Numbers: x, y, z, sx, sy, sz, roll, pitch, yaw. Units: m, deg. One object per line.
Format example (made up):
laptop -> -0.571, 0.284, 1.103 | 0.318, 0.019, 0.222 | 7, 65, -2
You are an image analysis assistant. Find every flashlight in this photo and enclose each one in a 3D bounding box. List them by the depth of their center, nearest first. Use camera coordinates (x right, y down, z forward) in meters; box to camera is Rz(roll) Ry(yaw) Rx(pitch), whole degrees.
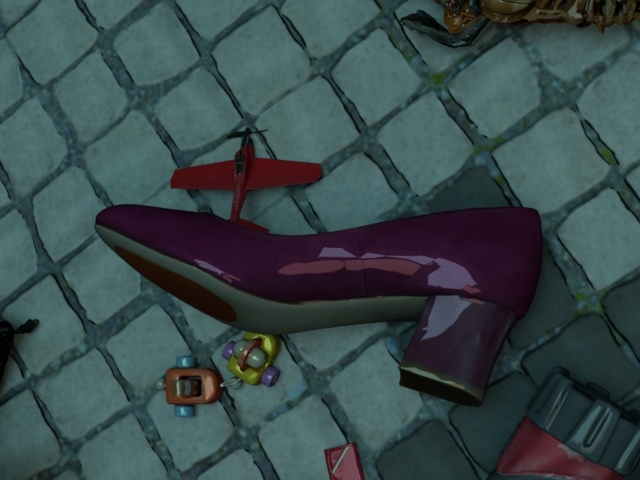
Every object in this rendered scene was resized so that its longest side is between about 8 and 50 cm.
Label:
flashlight -> 0.160, 0.257, 0.996 | 0.304, 0.103, 0.103 | -62, 27, 5

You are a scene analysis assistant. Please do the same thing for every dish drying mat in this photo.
dish drying mat -> 0.026, 0.227, 1.085 | 0.032, 0.008, 0.083 | -16, 78, 14

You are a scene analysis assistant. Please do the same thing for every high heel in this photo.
high heel -> 0.000, 0.000, 1.051 | 0.377, 0.127, 0.181 | 22, 71, 3

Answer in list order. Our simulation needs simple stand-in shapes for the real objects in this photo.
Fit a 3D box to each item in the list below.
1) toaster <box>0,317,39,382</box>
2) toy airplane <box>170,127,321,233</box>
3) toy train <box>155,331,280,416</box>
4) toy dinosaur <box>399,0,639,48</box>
toaster -> -0.389, 0.137, 1.148 | 0.110, 0.185, 0.168 | 25, 98, 21
toy airplane -> -0.078, -0.044, 1.124 | 0.151, 0.028, 0.151 | -5, 60, 10
toy train -> -0.099, 0.085, 1.123 | 0.125, 0.046, 0.166 | 3, 84, 17
toy dinosaur -> 0.177, -0.266, 1.055 | 0.322, 0.164, 0.218 | 18, 104, 1
